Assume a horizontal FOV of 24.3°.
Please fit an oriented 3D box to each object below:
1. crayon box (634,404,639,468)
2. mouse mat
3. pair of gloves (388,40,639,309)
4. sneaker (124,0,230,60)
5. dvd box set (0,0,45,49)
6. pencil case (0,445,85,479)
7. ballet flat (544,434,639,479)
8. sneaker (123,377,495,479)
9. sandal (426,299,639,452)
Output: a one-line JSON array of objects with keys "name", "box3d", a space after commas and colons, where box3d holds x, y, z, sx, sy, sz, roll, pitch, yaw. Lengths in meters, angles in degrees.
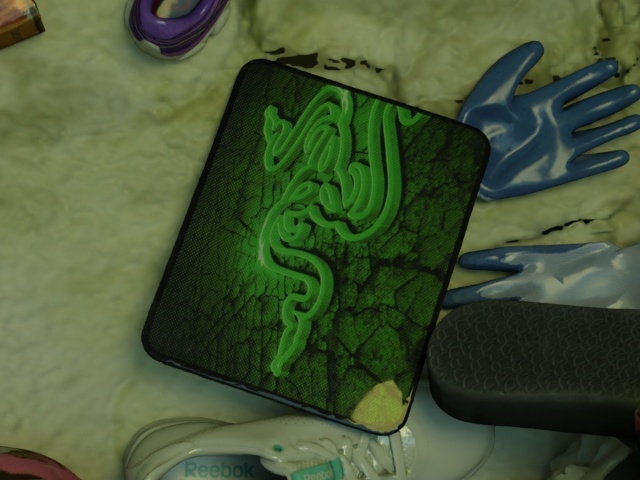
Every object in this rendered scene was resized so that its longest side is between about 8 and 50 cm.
[{"name": "crayon box", "box3d": [0.266, 0.217, 0.692, 0.202, 0.081, 0.318, -9, 107, 1]}, {"name": "mouse mat", "box3d": [0.000, 0.000, 0.826, 0.153, 0.007, 0.189, 18, 72, 2]}, {"name": "pair of gloves", "box3d": [0.129, -0.014, 0.868, 0.159, 0.023, 0.198, -19, 88, -6]}, {"name": "sneaker", "box3d": [-0.049, -0.175, 0.821, 0.068, 0.071, 0.170, 27, 86, -7]}, {"name": "dvd box set", "box3d": [-0.401, -0.168, 0.778, 0.420, 0.062, 0.307, -24, 92, -7]}, {"name": "pencil case", "box3d": [-0.205, 0.297, 0.755, 0.167, 0.160, 0.386, 9, 89, 1]}, {"name": "ballet flat", "box3d": [0.179, 0.176, 0.820, 0.409, 0.147, 0.147, -40, 95, -6]}, {"name": "sneaker", "box3d": [0.000, 0.124, 0.814, 0.212, 0.094, 0.080, -9, 89, -8]}, {"name": "sandal", "box3d": [0.183, 0.080, 0.777, 0.254, 0.054, 0.097, 9, 45, 22]}]
